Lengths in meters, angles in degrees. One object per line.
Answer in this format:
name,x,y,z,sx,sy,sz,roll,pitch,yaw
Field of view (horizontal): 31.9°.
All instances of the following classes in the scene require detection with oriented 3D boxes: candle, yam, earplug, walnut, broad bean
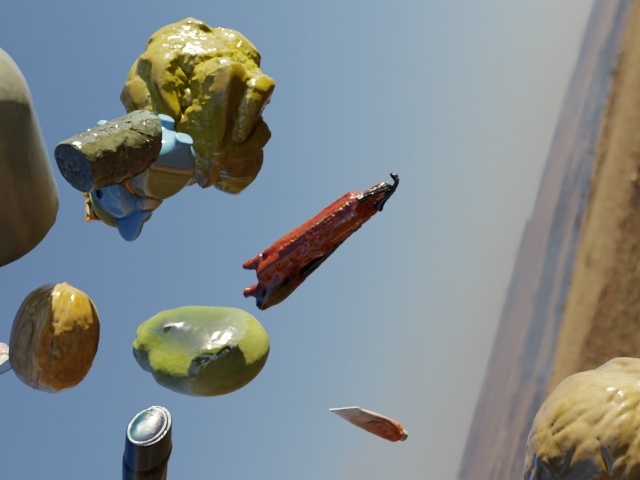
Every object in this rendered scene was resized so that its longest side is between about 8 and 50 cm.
candle,0.000,0.000,1.580,0.301,0.084,0.059,-37,40,25
yam,-0.331,-0.136,1.750,0.183,0.107,0.107,-32,-42,-54
earplug,-0.633,-0.177,1.925,0.394,0.312,0.313,93,-164,-51
walnut,-0.475,0.175,2.013,0.159,0.159,0.207,-31,-47,-75
walnut,0.415,0.296,1.494,0.252,0.277,0.313,-63,-15,-47
broad bean,-0.250,0.226,2.326,0.238,0.291,0.119,-75,-15,-51

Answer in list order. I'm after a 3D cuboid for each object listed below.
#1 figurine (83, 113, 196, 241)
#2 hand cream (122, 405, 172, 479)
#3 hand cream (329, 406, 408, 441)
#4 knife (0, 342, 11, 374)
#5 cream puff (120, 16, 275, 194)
figurine,-0.317,-0.126,1.939,0.262,0.180,0.154,-50,-10,33
hand cream,-0.249,0.361,1.590,0.120,0.061,0.270,-63,-15,-56
hand cream,0.100,0.331,2.035,0.052,0.038,0.216,-39,-37,16
knife,-0.635,0.240,2.203,0.081,0.043,0.336,-40,11,-18
cream puff,-0.234,-0.253,2.095,0.270,0.274,0.323,-145,61,-73
